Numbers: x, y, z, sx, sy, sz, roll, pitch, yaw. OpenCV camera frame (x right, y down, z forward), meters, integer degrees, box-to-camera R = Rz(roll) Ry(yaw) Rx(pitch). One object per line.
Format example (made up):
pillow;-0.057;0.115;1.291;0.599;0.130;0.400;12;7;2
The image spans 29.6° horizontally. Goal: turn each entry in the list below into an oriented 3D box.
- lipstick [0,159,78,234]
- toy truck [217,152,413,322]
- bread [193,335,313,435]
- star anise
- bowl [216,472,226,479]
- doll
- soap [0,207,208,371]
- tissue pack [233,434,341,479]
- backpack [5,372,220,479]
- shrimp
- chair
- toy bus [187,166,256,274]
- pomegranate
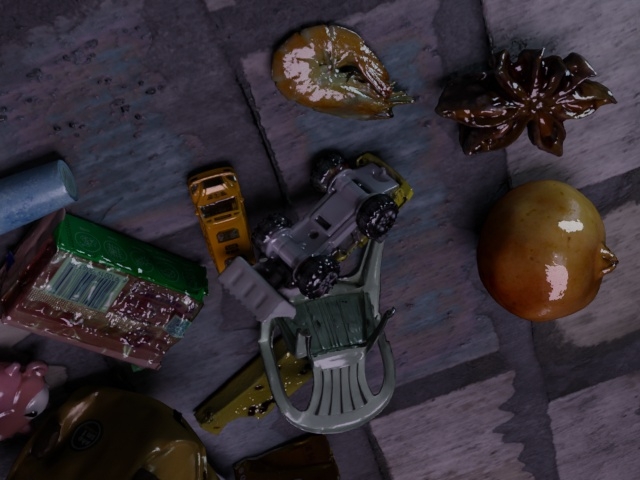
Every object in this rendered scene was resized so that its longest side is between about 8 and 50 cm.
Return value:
lipstick;-0.448;-0.029;1.557;0.274;0.061;0.068;-21;136;6
toy truck;0.000;0.000;1.659;0.286;0.136;0.111;-43;150;-8
bread;-0.102;0.243;1.966;0.088;0.049;0.226;28;120;-39
star anise;0.276;-0.190;1.647;0.214;0.099;0.220;-29;143;30
bowl;-0.307;0.517;2.047;0.345;0.157;0.345;-4;138;-3
doll;-0.507;0.250;1.789;0.262;0.093;0.211;-30;145;6
soap;-0.300;0.069;1.683;0.273;0.098;0.218;22;123;-36
tissue pack;-0.041;0.461;2.077;0.183;0.226;0.092;-19;138;-1
backpack;-0.334;0.395;1.783;0.378;0.353;0.201;-58;137;-19
shrimp;0.036;-0.212;1.565;0.217;0.051;0.115;16;124;-29
chair;0.016;0.145;1.811;0.203;0.190;0.275;-12;148;-9
toy bus;-0.133;-0.024;1.669;0.069;0.074;0.162;-16;138;-3
pomegranate;0.326;0.016;1.793;0.209;0.209;0.209;-11;136;-10
